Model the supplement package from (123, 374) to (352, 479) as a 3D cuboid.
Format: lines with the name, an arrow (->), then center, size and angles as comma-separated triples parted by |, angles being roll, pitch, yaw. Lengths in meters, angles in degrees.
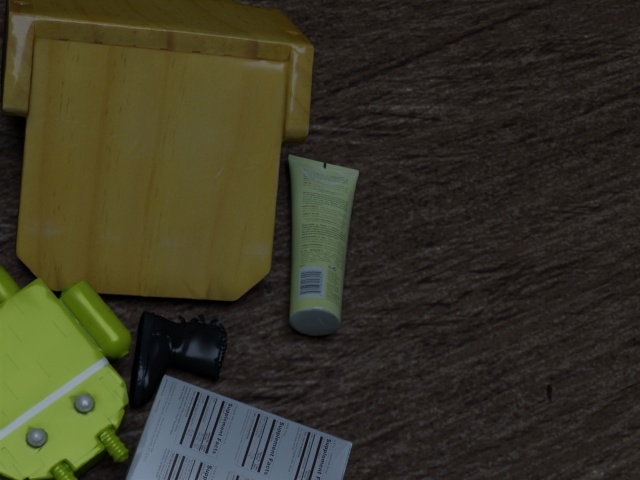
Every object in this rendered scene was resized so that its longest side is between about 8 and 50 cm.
supplement package -> -0.101, 0.267, 1.481 | 0.203, 0.194, 0.149 | 21, 59, -5

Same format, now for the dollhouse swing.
dollhouse swing -> -0.212, -0.126, 1.752 | 0.346, 0.305, 0.315 | 3, 19, -14

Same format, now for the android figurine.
android figurine -> -0.318, 0.152, 1.558 | 0.248, 0.056, 0.273 | -34, 75, -24

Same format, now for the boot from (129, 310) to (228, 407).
boot -> -0.159, 0.137, 1.630 | 0.099, 0.045, 0.121 | 14, 60, -15

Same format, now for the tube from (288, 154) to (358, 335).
tube -> 0.000, 0.000, 1.748 | 0.070, 0.062, 0.240 | 43, 38, -43
